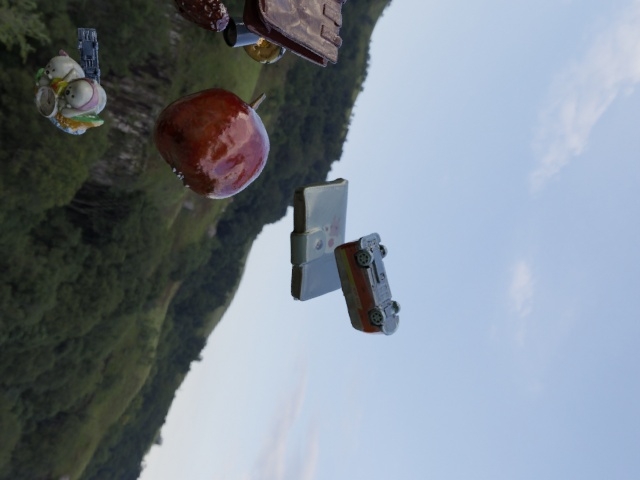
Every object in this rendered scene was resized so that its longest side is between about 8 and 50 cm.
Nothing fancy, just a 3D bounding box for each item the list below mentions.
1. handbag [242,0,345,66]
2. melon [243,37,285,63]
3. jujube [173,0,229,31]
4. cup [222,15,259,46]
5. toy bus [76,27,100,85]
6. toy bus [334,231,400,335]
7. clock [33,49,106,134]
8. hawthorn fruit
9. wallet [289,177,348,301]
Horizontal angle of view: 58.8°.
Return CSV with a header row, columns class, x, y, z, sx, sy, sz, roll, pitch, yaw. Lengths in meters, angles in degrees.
class,x,y,z,sx,sy,sz,roll,pitch,yaw
handbag,-0.055,-0.594,1.408,0.084,0.276,0.259,-7,-105,46
melon,-0.164,-0.635,1.845,0.128,0.160,0.079,-56,152,-38
jujube,-0.257,-0.503,1.232,0.077,0.129,0.077,-56,180,0
cup,-0.220,-0.566,1.539,0.100,0.077,0.078,17,-61,48
toy bus,-0.760,-0.593,1.863,0.075,0.064,0.190,-168,-105,-71
toy bus,0.122,0.120,1.487,0.120,0.121,0.264,-12,-87,31
clock,-0.582,-0.341,1.324,0.144,0.231,0.103,-55,163,25
hawthorn fruit,-0.260,-0.278,1.497,0.330,0.287,0.287,-46,-168,-14
wallet,0.000,0.000,1.697,0.083,0.252,0.360,12,-73,34
